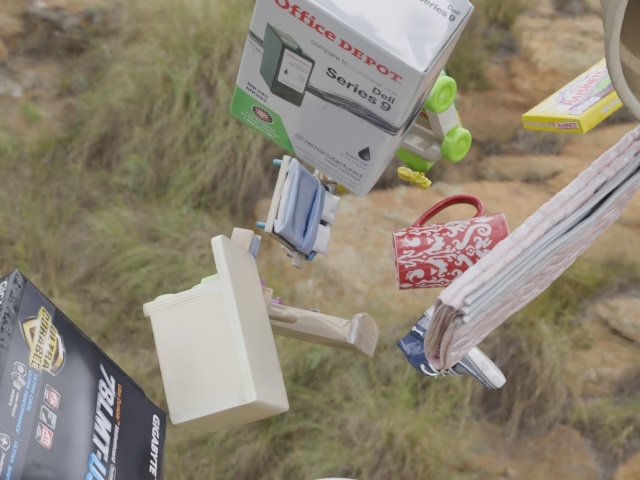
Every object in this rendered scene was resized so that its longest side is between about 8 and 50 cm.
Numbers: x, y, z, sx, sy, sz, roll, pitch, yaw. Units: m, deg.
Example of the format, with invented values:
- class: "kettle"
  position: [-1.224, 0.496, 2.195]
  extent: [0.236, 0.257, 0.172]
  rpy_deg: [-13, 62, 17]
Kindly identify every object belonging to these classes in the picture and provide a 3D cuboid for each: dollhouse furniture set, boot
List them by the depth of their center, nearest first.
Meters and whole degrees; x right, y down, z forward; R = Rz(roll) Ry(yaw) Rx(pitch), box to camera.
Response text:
- class: "boot"
  position: [0.187, 0.176, 1.594]
  extent: [0.069, 0.086, 0.190]
  rpy_deg: [41, 4, -36]
- class: "dollhouse furniture set"
  position: [0.000, 0.000, 1.745]
  extent: [0.198, 0.303, 0.286]
  rpy_deg: [11, -11, 18]

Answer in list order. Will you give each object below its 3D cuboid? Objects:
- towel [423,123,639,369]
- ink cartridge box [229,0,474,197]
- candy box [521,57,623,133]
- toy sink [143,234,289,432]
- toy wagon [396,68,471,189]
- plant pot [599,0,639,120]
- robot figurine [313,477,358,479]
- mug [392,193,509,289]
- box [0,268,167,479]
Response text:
- class: "towel"
  position: [0.267, 0.019, 1.349]
  extent: [0.053, 0.332, 0.317]
  rpy_deg: [49, -9, 14]
- class: "ink cartridge box"
  position: [0.024, -0.208, 1.282]
  extent: [0.211, 0.289, 0.121]
  rpy_deg: [33, 63, 5]
- class: "candy box"
  position: [0.374, -0.202, 1.472]
  extent: [0.206, 0.027, 0.105]
  rpy_deg: [-35, 24, -26]
- class: "toy sink"
  position: [-0.148, 0.132, 1.511]
  extent: [0.131, 0.234, 0.153]
  rpy_deg: [-17, -16, 10]
- class: "toy wagon"
  position: [0.125, -0.216, 1.773]
  extent: [0.267, 0.068, 0.344]
  rpy_deg: [32, -19, 36]
- class: "plant pot"
  position: [0.371, -0.321, 1.055]
  extent: [0.333, 0.334, 0.305]
  rpy_deg: [5, 44, -25]
- class: "robot figurine"
  position: [0.008, 0.350, 1.050]
  extent: [0.300, 0.353, 0.200]
  rpy_deg: [-33, 70, -18]
- class: "mug"
  position: [0.196, 0.013, 1.686]
  extent: [0.169, 0.113, 0.150]
  rpy_deg: [-7, 31, 0]
- class: "box"
  position: [-0.283, 0.227, 1.209]
  extent: [0.293, 0.073, 0.295]
  rpy_deg: [50, 21, -32]
